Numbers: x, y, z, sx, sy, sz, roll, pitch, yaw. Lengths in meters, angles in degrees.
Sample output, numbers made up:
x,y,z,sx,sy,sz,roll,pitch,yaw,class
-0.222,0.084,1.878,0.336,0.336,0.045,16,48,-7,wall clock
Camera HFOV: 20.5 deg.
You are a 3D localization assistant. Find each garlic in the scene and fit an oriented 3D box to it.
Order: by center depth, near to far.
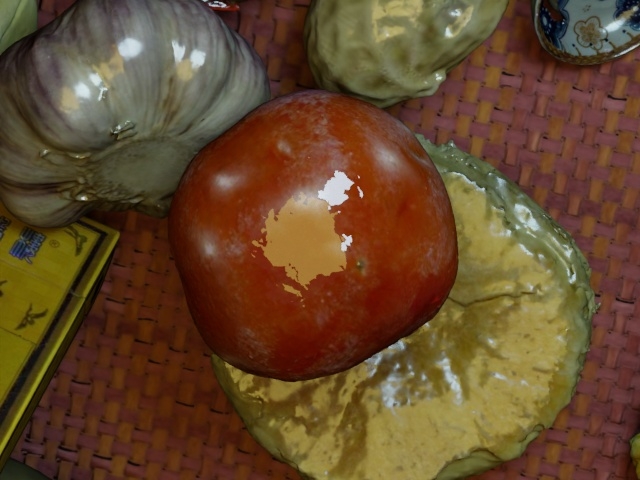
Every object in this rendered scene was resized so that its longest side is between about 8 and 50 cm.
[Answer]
x,y,z,sx,sy,sz,roll,pitch,yaw,class
-0.168,-0.115,1.442,0.245,0.245,0.160,-27,61,4,garlic

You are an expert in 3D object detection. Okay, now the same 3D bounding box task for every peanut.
x,y,z,sx,sy,sz,roll,pitch,yaw,class
0.109,-0.244,1.449,0.325,0.140,0.153,-47,60,6,peanut

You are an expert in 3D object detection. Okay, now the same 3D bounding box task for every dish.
x,y,z,sx,sy,sz,roll,pitch,yaw,class
0.229,-0.226,1.488,0.141,0.078,0.141,-14,135,-14,dish

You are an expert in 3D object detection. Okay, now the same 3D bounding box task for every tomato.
x,y,z,sx,sy,sz,roll,pitch,yaw,class
-0.001,-0.003,1.365,0.232,0.188,0.232,-10,113,-26,tomato

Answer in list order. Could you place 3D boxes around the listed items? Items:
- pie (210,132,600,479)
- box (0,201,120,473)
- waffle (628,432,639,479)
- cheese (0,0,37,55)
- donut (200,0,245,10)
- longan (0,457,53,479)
x,y,z,sx,sy,sz,roll,pitch,yaw,class
0.066,0.070,1.518,0.339,0.083,0.339,0,99,0,pie
-0.305,0.070,1.423,0.193,0.301,0.084,25,132,-2,box
0.418,0.231,1.497,0.261,0.151,0.324,-22,92,8,waffle
-0.353,-0.177,1.459,0.214,0.117,0.226,32,79,9,cheese
-0.091,-0.319,1.440,0.270,0.103,0.269,0,80,2,donut
-0.333,0.306,1.455,0.319,0.319,0.319,0,97,1,longan
